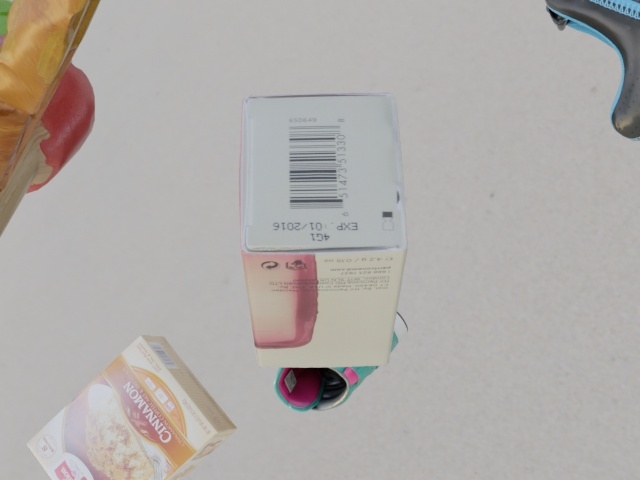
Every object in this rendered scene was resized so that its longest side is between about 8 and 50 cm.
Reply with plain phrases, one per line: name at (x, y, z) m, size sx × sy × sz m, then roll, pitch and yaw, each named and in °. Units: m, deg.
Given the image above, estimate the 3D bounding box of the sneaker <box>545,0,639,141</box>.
sneaker at (0.200, -0.233, 0.711) m, size 0.140 × 0.125 × 0.340 m, roll -33°, pitch 74°, yaw 27°

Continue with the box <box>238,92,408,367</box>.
box at (0.000, 0.000, 0.850) m, size 0.232 × 0.127 × 0.148 m, roll 91°, pitch 177°, yaw -61°

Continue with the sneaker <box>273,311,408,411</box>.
sneaker at (-0.021, 0.171, 1.503) m, size 0.296 × 0.123 × 0.178 m, roll -2°, pitch 39°, yaw 51°

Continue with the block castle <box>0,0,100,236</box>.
block castle at (-0.284, -0.198, 0.446) m, size 0.303 × 0.453 × 0.212 m, roll -51°, pitch 19°, yaw 37°

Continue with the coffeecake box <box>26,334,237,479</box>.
coffeecake box at (-0.212, 0.220, 1.113) m, size 0.185 × 0.142 × 0.068 m, roll -44°, pitch -16°, yaw 6°

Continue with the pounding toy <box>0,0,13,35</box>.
pounding toy at (-0.466, -0.206, 1.341) m, size 0.110 × 0.183 × 0.236 m, roll -86°, pitch 13°, yaw -56°
